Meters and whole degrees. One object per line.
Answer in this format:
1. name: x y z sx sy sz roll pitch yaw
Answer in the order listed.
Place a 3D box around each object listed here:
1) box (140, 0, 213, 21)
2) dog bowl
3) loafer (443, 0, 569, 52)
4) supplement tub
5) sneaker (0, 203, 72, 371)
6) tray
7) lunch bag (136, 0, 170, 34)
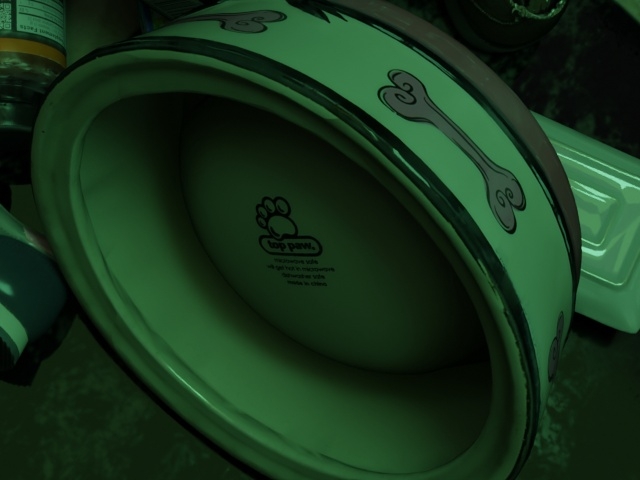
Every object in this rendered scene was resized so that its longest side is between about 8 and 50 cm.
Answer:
1. box: -0.066 -0.310 1.090 0.165 0.143 0.270 32 70 -40
2. dog bowl: 0.000 0.000 1.036 0.408 0.408 0.150 39 54 4
3. loafer: 0.137 -0.332 1.188 0.134 0.130 0.366 -24 104 -12
4. supplement tub: -0.257 -0.174 1.182 0.106 0.106 0.198 -1 77 -6
5. sneaker: -0.328 -0.038 1.156 0.319 0.112 0.131 39 59 1
6. tray: 0.165 -0.042 1.216 0.270 0.030 0.145 25 75 8
7. lunch bag: -0.089 -0.206 1.212 0.129 0.096 0.151 -13 88 -8
